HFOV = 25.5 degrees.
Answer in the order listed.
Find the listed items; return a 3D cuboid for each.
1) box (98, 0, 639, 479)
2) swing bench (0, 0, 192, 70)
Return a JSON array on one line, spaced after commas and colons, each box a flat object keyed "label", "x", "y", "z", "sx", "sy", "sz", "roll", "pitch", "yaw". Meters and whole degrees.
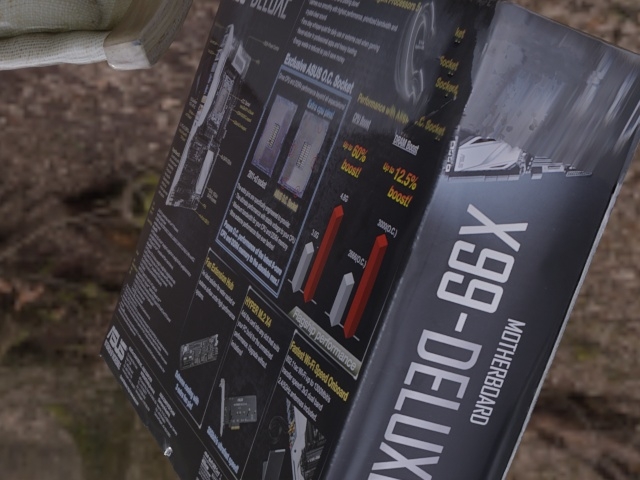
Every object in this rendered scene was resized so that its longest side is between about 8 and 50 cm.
[{"label": "box", "x": 0.000, "y": 0.000, "z": 0.637, "sx": 0.077, "sy": 0.242, "sz": 0.307, "roll": 17, "pitch": -172, "yaw": -24}, {"label": "swing bench", "x": -0.202, "y": -0.197, "z": 0.586, "sx": 0.253, "sy": 0.165, "sz": 0.254, "roll": -1, "pitch": 142, "yaw": 24}]
